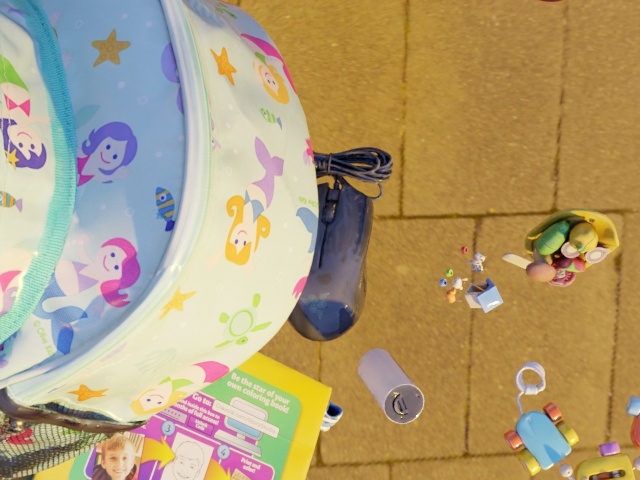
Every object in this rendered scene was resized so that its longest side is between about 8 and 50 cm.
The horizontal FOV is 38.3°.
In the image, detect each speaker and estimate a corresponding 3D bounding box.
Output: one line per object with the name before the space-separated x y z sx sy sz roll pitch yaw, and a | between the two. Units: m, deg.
speaker | 0.091 0.191 1.224 0.055 0.136 0.055 -3 103 -12

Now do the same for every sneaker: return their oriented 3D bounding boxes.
sneaker | -0.018 0.313 1.783 0.144 0.053 0.059 35 129 -26

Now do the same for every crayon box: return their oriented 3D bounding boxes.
crayon box | -0.193 0.276 1.243 0.363 0.106 0.313 30 61 -24

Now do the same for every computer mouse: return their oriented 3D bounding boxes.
computer mouse | 0.000 0.000 1.251 0.188 0.072 0.272 1 82 8

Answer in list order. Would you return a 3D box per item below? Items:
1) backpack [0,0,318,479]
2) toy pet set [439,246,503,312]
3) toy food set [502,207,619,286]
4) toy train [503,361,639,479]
backpack | -0.135 -0.021 0.429 0.253 0.191 0.225 -24 65 21
toy pet set | 0.304 0.085 1.800 0.122 0.065 0.114 -51 121 -40
toy food set | 0.413 0.032 1.578 0.128 0.218 0.071 27 54 -10
toy train | 0.259 0.182 0.883 0.166 0.046 0.125 15 76 7
